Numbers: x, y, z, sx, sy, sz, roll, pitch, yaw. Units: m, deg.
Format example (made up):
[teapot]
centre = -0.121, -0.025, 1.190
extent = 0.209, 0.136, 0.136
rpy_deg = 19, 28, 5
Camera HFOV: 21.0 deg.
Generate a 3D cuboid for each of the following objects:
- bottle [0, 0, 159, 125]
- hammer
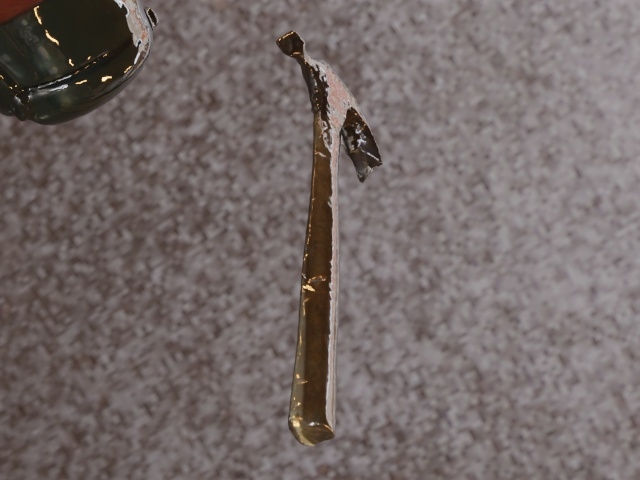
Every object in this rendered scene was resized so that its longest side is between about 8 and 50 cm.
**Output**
[bottle]
centre = -0.205, -0.218, 0.945
extent = 0.336, 0.144, 0.144
rpy_deg = 59, 36, -26
[hammer]
centre = -0.001, 0.000, 1.123
extent = 0.125, 0.027, 0.297
rpy_deg = 47, 34, -40
